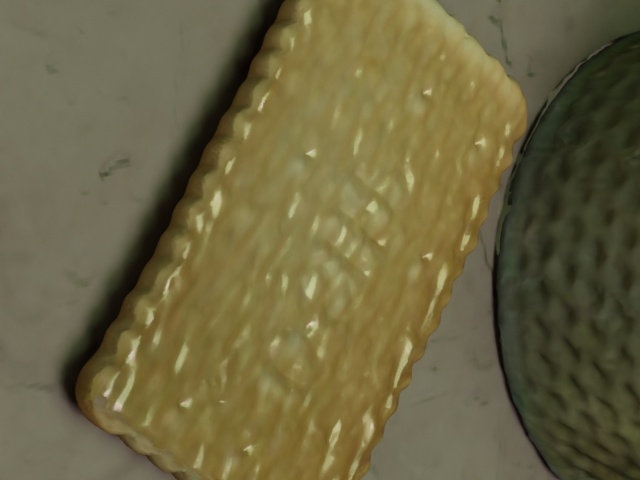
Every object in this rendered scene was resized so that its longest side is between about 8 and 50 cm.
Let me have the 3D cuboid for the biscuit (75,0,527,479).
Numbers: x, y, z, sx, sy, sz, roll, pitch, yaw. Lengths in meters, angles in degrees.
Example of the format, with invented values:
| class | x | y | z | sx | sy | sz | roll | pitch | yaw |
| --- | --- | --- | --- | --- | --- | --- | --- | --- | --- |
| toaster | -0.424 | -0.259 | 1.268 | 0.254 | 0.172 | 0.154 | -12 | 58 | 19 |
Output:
| class | x | y | z | sx | sy | sz | roll | pitch | yaw |
| --- | --- | --- | --- | --- | --- | --- | --- | --- | --- |
| biscuit | -0.001 | 0.000 | 0.844 | 0.160 | 0.030 | 0.249 | 39 | 69 | -38 |

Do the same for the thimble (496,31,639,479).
| class | x | y | z | sx | sy | sz | roll | pitch | yaw |
| --- | --- | --- | --- | --- | --- | --- | --- | --- | --- |
| thimble | 0.227 | 0.017 | 0.971 | 0.271 | 0.150 | 0.270 | -5 | 98 | -42 |
